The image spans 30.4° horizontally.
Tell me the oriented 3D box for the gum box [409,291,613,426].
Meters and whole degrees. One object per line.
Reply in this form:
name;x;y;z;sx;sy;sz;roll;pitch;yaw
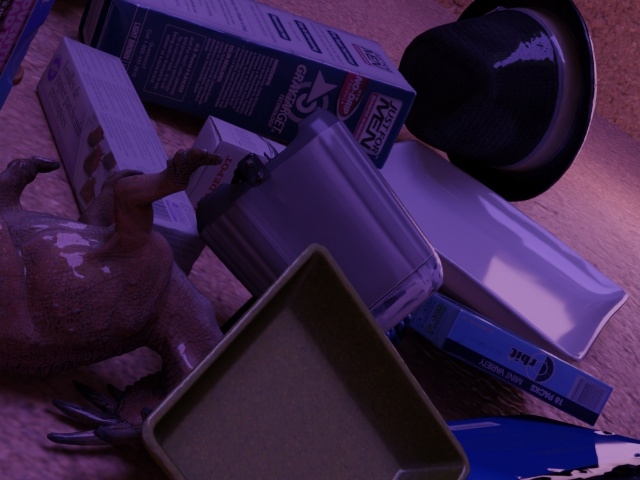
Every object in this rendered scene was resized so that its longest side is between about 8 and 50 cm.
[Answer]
gum box;0.157;0.096;1.071;0.157;0.041;0.184;27;1;-12

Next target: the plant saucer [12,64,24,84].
plant saucer;-0.321;-0.176;1.120;0.083;0.013;0.083;29;21;-12

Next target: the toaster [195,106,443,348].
toaster;0.000;0.000;0.835;0.146;0.129;0.227;51;-6;-1

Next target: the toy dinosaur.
toy dinosaur;-0.165;0.041;0.729;0.296;0.200;0.127;8;-8;-2

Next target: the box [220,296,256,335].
box;-0.025;0.096;0.902;0.114;0.036;0.207;34;21;4

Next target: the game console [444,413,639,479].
game console;0.178;0.243;0.878;0.250;0.173;0.293;9;2;40

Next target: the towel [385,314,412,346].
towel;0.046;0.063;1.023;0.067;0.029;0.119;33;-4;8

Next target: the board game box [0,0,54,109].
board game box;-0.321;-0.153;0.763;0.141;0.232;0.291;36;20;10

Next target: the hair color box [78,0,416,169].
hair color box;-0.085;-0.199;1.311;0.347;0.105;0.174;14;25;-21

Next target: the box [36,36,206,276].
box;-0.179;-0.073;1.022;0.067;0.063;0.324;19;25;-35

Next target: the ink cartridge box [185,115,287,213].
ink cartridge box;-0.061;-0.041;1.066;0.135;0.099;0.056;21;24;-29

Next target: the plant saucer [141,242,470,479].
plant saucer;-0.011;0.127;0.700;0.188;0.045;0.188;56;45;-13

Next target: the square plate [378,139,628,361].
square plate;0.183;0.007;1.376;0.347;0.049;0.344;38;21;13

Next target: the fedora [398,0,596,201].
fedora;0.207;-0.200;1.559;0.153;0.334;0.334;-2;36;-28
